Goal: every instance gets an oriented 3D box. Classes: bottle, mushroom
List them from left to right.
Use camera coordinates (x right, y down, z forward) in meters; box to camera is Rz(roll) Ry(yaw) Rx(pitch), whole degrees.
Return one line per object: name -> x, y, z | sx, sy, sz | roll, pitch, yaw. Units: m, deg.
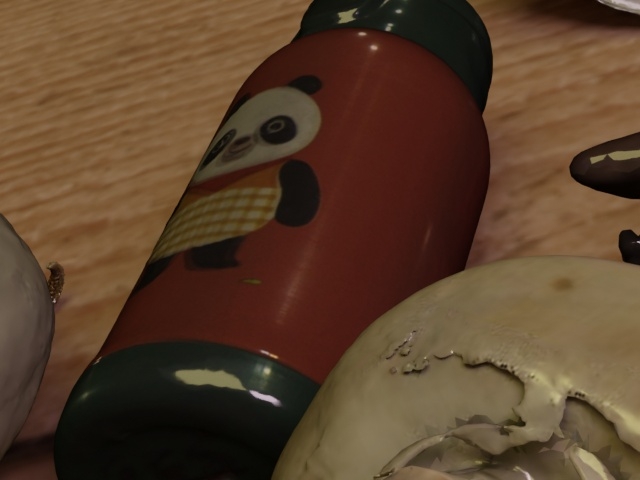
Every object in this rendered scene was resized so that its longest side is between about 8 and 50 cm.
bottle -> 0.000, 0.000, 0.802 | 0.144, 0.144, 0.336 | -2, 40, 22
mushroom -> 0.073, 0.120, 0.543 | 0.246, 0.202, 0.246 | -10, 71, 29

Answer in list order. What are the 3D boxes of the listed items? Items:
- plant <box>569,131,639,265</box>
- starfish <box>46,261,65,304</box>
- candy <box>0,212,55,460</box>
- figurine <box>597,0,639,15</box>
plant -> 0.258, -0.026, 0.684 | 0.320, 0.182, 0.194 | -26, 38, -13
starfish -> -0.182, 0.039, 0.924 | 0.091, 0.028, 0.078 | 4, 39, 32
candy -> -0.270, 0.068, 0.807 | 0.295, 0.185, 0.295 | -6, 38, 5
figurine -> 0.203, -0.212, 1.005 | 0.250, 0.167, 0.141 | 14, 7, 4
